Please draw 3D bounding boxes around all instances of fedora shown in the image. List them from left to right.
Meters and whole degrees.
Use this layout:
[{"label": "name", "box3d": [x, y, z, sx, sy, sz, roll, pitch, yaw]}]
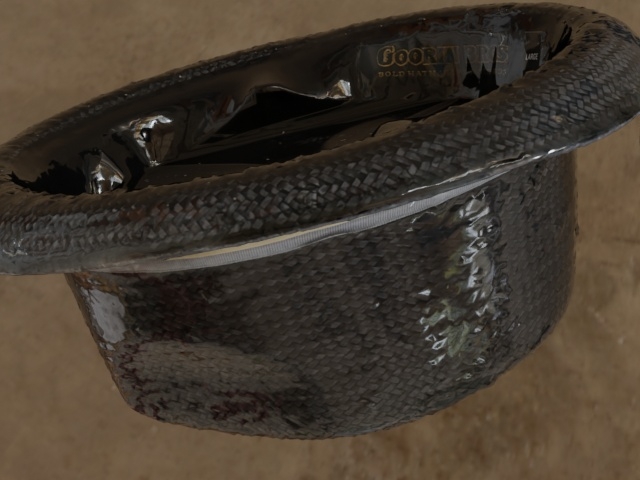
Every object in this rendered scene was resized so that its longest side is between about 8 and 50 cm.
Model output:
[{"label": "fedora", "box3d": [0.000, 0.000, 0.654, 0.334, 0.334, 0.153, -8, 110, 21]}]
